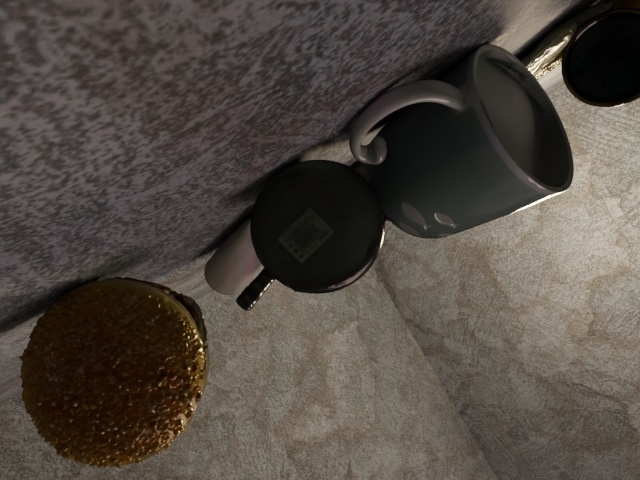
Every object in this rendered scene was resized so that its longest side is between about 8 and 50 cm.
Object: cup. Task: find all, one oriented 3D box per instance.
[{"bbox_3d":[0.591,-0.375,0.817,0.177,0.166,0.239,-30,163,-40],"label":"cup"},{"bbox_3d":[0.201,-0.153,0.757,0.357,0.259,0.274,9,155,-34],"label":"cup"}]

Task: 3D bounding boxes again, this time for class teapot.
[{"bbox_3d":[-0.011,0.002,0.849,0.285,0.223,0.305,-71,177,-82],"label":"teapot"}]

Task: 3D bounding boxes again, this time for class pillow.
[{"bbox_3d":[0.485,-0.407,0.938,0.148,0.050,0.230,-37,178,-22],"label":"pillow"}]

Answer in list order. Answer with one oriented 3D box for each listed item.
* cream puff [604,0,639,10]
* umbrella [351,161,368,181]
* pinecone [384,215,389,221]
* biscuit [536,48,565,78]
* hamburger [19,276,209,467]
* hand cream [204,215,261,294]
[{"bbox_3d":[0.643,-0.467,0.950,0.126,0.103,0.144,-29,173,-10],"label":"cream puff"},{"bbox_3d":[0.163,-0.201,1.090,0.337,0.067,0.073,-32,175,36],"label":"umbrella"},{"bbox_3d":[0.134,-0.122,1.277,0.212,0.168,0.185,-18,143,-23],"label":"pinecone"},{"bbox_3d":[0.698,-0.531,1.311,0.220,0.033,0.220,-32,180,0],"label":"biscuit"},{"bbox_3d":[-0.324,0.206,0.718,0.302,0.302,0.170,-30,170,-7],"label":"hamburger"},{"bbox_3d":[-0.167,0.010,1.063,0.185,0.118,0.359,-31,170,-45],"label":"hand cream"}]
